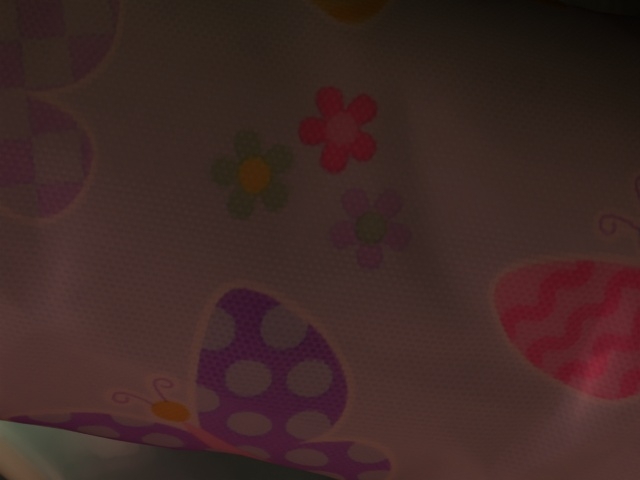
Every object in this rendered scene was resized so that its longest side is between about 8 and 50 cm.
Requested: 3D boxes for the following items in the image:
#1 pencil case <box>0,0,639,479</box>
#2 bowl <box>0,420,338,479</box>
[{"bbox_3d":[0.000,0.000,0.385,0.273,0.113,0.124,11,100,-9],"label":"pencil case"},{"bbox_3d":[-0.044,0.068,0.551,0.311,0.163,0.311,27,138,27],"label":"bowl"}]
